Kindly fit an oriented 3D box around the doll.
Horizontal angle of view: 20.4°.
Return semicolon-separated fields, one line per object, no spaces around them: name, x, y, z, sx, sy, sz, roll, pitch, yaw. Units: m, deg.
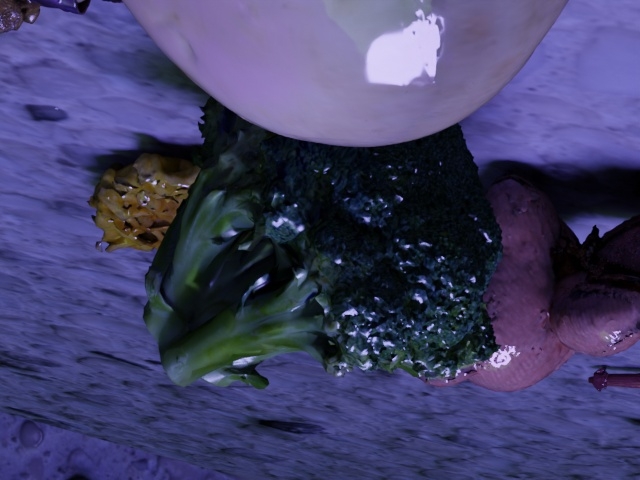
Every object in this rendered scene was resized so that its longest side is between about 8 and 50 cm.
doll;0.209;0.004;1.336;0.303;0.156;0.201;-25;-173;31

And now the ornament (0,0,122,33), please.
ornament;-0.199;-0.161;1.094;0.203;0.088;0.081;-11;133;21

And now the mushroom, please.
mushroom;0.009;-0.160;0.762;0.246;0.202;0.246;27;136;29

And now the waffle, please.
waffle;-0.073;-0.019;1.529;0.254;0.052;0.245;11;162;-10

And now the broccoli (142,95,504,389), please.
broccoli;0.000;0.000;1.203;0.245;0.294;0.265;-33;114;14

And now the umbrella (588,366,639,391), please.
umbrella;0.366;0.150;1.895;0.165;0.027;0.025;-1;-173;24
